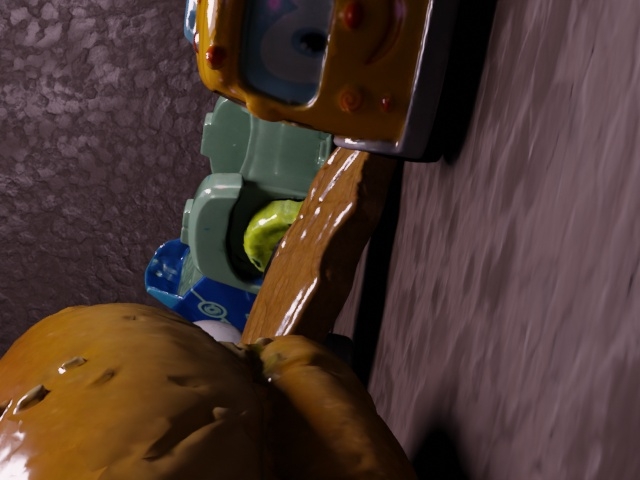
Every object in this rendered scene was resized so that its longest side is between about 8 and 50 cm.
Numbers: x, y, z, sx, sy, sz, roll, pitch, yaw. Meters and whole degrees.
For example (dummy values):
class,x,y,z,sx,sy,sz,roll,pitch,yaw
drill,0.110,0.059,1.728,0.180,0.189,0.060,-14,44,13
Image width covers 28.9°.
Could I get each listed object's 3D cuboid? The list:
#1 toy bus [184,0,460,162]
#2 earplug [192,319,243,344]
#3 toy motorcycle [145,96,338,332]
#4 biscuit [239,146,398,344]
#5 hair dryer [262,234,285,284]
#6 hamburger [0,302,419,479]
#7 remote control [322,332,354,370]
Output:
class,x,y,z,sx,sy,sz,roll,pitch,yaw
toy bus,0.003,-0.116,0.623,0.209,0.136,0.126,-99,19,-78
earplug,-0.113,0.216,1.236,0.325,0.175,0.214,100,171,-55
toy motorcycle,-0.085,0.008,1.350,0.191,0.200,0.326,-83,6,-46
biscuit,-0.002,-0.001,0.827,0.215,0.034,0.182,-66,11,-11
hair dryer,-0.018,0.118,1.099,0.128,0.070,0.255,116,157,-77
hamburger,-0.073,0.172,0.438,0.314,0.170,0.290,-132,57,-74
remote control,-0.011,0.164,0.777,0.087,0.047,0.244,110,170,-50
